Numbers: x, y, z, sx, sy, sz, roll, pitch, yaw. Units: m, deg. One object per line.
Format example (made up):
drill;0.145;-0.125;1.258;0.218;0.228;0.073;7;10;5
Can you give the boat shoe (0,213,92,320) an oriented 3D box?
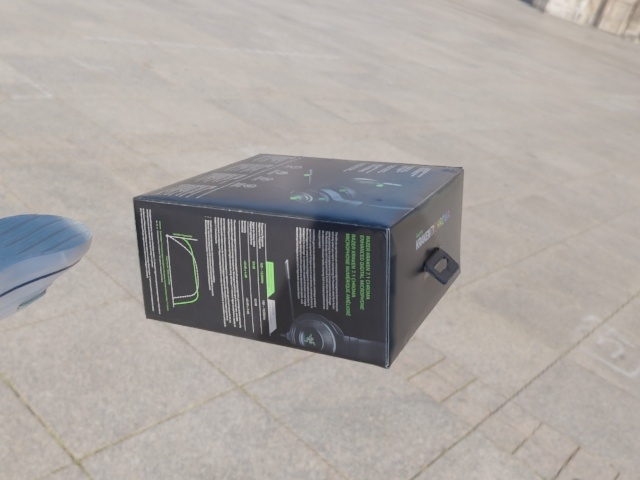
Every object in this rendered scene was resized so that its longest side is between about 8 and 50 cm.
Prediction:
boat shoe;-0.314;0.034;0.658;0.083;0.076;0.226;27;21;10

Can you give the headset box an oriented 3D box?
headset box;0.000;0.000;0.694;0.282;0.131;0.246;7;20;24
